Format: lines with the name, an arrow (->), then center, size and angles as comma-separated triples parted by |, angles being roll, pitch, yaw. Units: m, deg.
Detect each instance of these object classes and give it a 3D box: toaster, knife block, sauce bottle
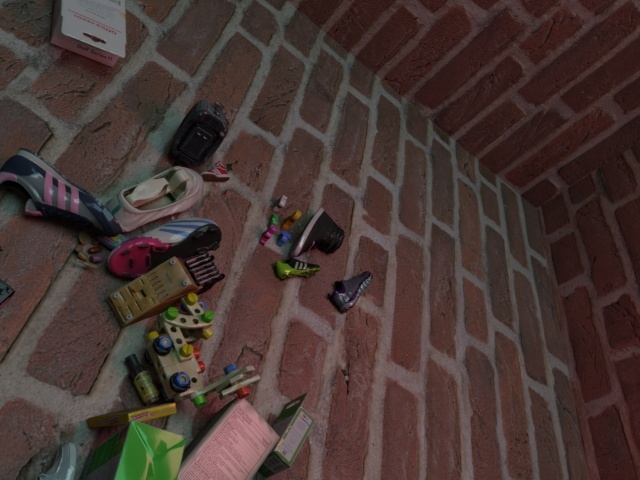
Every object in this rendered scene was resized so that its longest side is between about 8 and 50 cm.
toaster -> -0.391, -0.342, 1.806 | 0.129, 0.227, 0.146 | 31, 24, -24
knife block -> -0.398, 0.131, 1.508 | 0.275, 0.242, 0.088 | -32, 79, -7
sauce bottle -> -0.425, 0.331, 1.332 | 0.042, 0.042, 0.128 | -22, 76, -51

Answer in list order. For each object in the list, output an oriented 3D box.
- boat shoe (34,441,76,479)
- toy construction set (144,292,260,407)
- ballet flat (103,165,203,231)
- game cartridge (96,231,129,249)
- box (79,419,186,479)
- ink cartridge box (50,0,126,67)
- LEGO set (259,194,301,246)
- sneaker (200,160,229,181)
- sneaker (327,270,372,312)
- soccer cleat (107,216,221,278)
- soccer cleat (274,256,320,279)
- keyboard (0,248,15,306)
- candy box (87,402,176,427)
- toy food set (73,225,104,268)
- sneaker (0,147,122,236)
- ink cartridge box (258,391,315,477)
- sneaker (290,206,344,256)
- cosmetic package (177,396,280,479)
boat shoe -> -0.528, 0.486, 1.093 | 0.063, 0.066, 0.184 | 24, 54, -30
toy construction set -> -0.306, 0.283, 1.384 | 0.215, 0.151, 0.327 | -6, 42, -47
ballet flat -> -0.451, -0.143, 1.627 | 0.139, 0.139, 0.400 | 50, 38, 0
game cartridge -> -0.551, -0.002, 1.490 | 0.083, 0.017, 0.056 | 35, 34, -30
box -> -0.384, 0.516, 1.065 | 0.126, 0.231, 0.262 | 30, 42, -26
ink cartridge box -> -0.745, -0.701, 1.805 | 0.207, 0.119, 0.353 | 15, 49, -37
LEGO set -> -0.122, -0.069, 1.919 | 0.087, 0.093, 0.227 | 35, 40, -18
sneaker -> -0.359, -0.232, 1.862 | 0.118, 0.042, 0.067 | 0, 63, -53
sneaker -> 0.107, 0.154, 1.976 | 0.098, 0.083, 0.224 | 43, 39, -1
soccer cleat -> -0.436, 0.014, 1.549 | 0.331, 0.116, 0.143 | -18, 31, -36
soccer cleat -> -0.073, 0.087, 1.869 | 0.179, 0.060, 0.072 | -2, 60, -42
keyboard -> -0.808, 0.029, 1.212 | 0.317, 0.033, 0.201 | 42, 45, -11
candy box -> -0.403, 0.372, 1.189 | 0.105, 0.206, 0.027 | 3, 73, -44
toy food set -> -0.592, 0.023, 1.442 | 0.078, 0.019, 0.122 | 27, 36, -27
sneaker -> -0.659, -0.086, 1.407 | 0.319, 0.112, 0.131 | 37, 62, -6
ink cartridge box -> -0.085, 0.505, 1.469 | 0.062, 0.109, 0.209 | 46, 38, -6
sneaker -> 0.000, 0.000, 1.973 | 0.147, 0.104, 0.296 | 40, 34, -5
cosmetic package -> -0.244, 0.521, 1.283 | 0.153, 0.129, 0.296 | 48, 38, -1
